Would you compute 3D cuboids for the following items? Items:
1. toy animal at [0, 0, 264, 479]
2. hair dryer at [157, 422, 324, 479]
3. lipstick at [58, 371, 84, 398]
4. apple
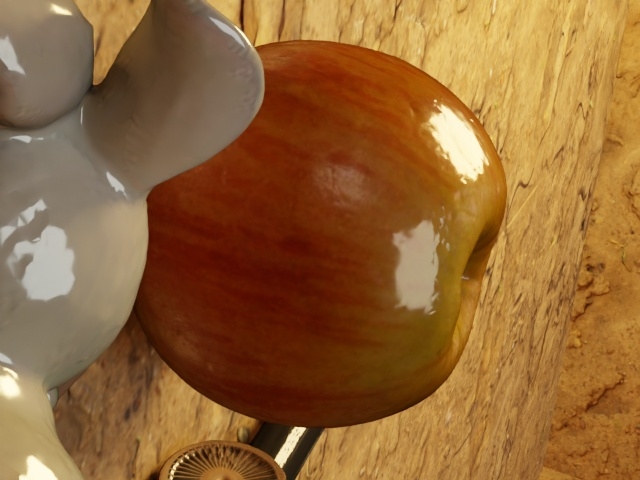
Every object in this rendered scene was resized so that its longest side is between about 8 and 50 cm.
[{"bbox_3d":[-0.153,0.038,0.483,0.182,0.247,0.310,27,66,-28],"label":"toy animal"},{"bbox_3d":[-0.043,0.218,1.058,0.352,0.107,0.189,-50,151,-57],"label":"hair dryer"},{"bbox_3d":[-0.180,0.104,0.721,0.094,0.019,0.019,-50,149,-46],"label":"lipstick"},{"bbox_3d":[0.000,0.000,0.800,0.286,0.233,0.286,16,90,-70],"label":"apple"}]
